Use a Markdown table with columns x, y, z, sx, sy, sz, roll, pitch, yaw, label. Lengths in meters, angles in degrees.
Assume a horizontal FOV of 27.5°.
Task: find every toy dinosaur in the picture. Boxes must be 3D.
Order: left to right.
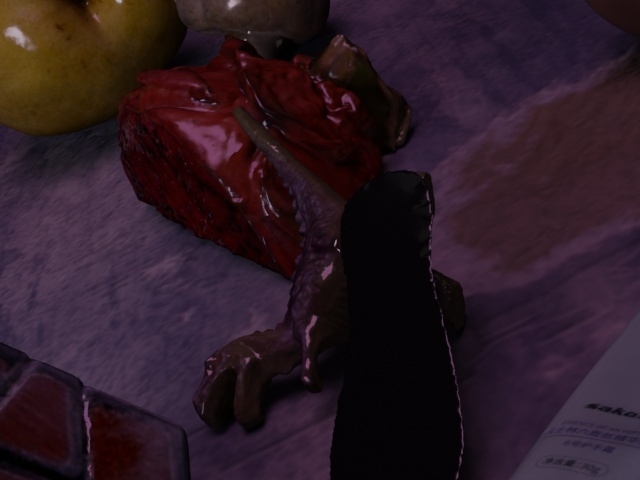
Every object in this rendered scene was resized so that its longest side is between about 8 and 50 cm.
| x | y | z | sx | sy | sz | roll | pitch | yaw | label |
| --- | --- | --- | --- | --- | --- | --- | --- | --- | --- |
| -0.003 | -0.001 | 0.864 | 0.199 | 0.072 | 0.251 | -10 | 70 | 33 | toy dinosaur |

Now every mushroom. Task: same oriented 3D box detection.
| x | y | z | sx | sy | sz | roll | pitch | yaw | label |
| --- | --- | --- | --- | --- | --- | --- | --- | --- | --- |
| -0.073 | -0.247 | 1.377 | 0.166 | 0.166 | 0.127 | 18 | 95 | 56 | mushroom |

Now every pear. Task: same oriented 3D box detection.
| x | y | z | sx | sy | sz | roll | pitch | yaw | label |
| --- | --- | --- | --- | --- | --- | --- | --- | --- | --- |
| -0.294 | -0.264 | 1.462 | 0.314 | 0.314 | 0.314 | -23 | 27 | 12 | pear |

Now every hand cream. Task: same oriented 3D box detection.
| x | y | z | sx | sy | sz | roll | pitch | yaw | label |
| --- | --- | --- | --- | --- | --- | --- | --- | --- | --- |
| 0.154 | 0.093 | 0.639 | 0.109 | 0.067 | 0.320 | -2 | 33 | 46 | hand cream |

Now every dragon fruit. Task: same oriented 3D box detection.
| x | y | z | sx | sy | sz | roll | pitch | yaw | label |
| --- | --- | --- | --- | --- | --- | --- | --- | --- | --- |
| -0.053 | -0.113 | 1.100 | 0.205 | 0.152 | 0.317 | -37 | 27 | -18 | dragon fruit |

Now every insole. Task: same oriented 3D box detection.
| x | y | z | sx | sy | sz | roll | pitch | yaw | label |
| --- | --- | --- | --- | --- | --- | --- | --- | --- | --- |
| 0.041 | 0.065 | 0.732 | 0.086 | 0.005 | 0.253 | -21 | 52 | 29 | insole |

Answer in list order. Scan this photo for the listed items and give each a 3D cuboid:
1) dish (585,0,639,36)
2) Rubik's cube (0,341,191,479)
| x | y | z | sx | sy | sz | roll | pitch | yaw | label |
| --- | --- | --- | --- | --- | --- | --- | --- | --- | --- |
| 0.306 | -0.208 | 0.979 | 0.213 | 0.090 | 0.213 | -25 | 27 | 14 | dish |
| -0.184 | 0.179 | 0.576 | 0.319 | 0.264 | 0.319 | -23 | 26 | 12 | Rubik's cube |
